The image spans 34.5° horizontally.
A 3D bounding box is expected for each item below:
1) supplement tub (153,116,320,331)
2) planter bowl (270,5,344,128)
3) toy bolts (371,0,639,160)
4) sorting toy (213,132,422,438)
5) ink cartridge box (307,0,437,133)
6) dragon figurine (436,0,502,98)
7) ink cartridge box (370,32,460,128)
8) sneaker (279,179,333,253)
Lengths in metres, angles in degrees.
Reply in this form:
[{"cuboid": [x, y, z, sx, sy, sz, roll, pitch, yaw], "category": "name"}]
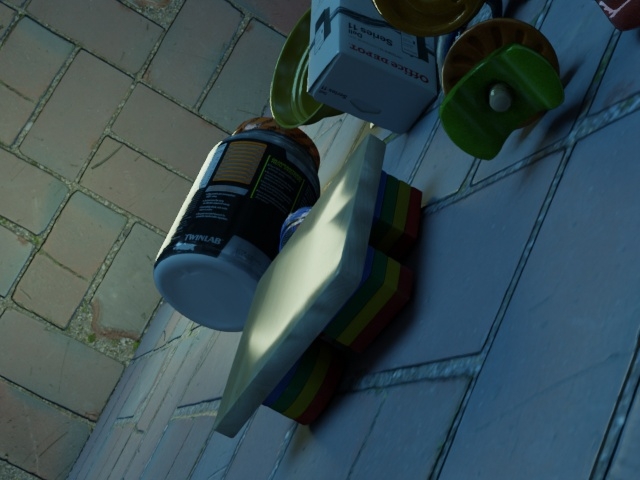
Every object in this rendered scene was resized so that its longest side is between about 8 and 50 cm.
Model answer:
[{"cuboid": [-0.115, -0.032, 1.588, 0.193, 0.194, 0.316, -47, 17, 50], "category": "supplement tub"}, {"cuboid": [0.017, -0.262, 1.600, 0.217, 0.090, 0.217, -32, 48, 45], "category": "planter bowl"}, {"cuboid": [0.168, -0.220, 0.866, 0.228, 0.218, 0.158, -36, 16, 23], "category": "toy bolts"}, {"cuboid": [0.008, 0.059, 1.087, 0.255, 0.089, 0.257, -53, 14, 34], "category": "sorting toy"}, {"cuboid": [0.069, -0.261, 1.371, 0.087, 0.153, 0.208, -49, 30, 44], "category": "ink cartridge box"}, {"cuboid": [0.179, -0.297, 1.187, 0.085, 0.144, 0.289, 106, 161, -57], "category": "dragon figurine"}, {"cuboid": [0.151, -0.322, 1.514, 0.275, 0.060, 0.238, 139, 133, -58], "category": "ink cartridge box"}, {"cuboid": [0.000, 0.000, 1.305, 0.221, 0.083, 0.087, 131, 157, -56], "category": "sneaker"}]
